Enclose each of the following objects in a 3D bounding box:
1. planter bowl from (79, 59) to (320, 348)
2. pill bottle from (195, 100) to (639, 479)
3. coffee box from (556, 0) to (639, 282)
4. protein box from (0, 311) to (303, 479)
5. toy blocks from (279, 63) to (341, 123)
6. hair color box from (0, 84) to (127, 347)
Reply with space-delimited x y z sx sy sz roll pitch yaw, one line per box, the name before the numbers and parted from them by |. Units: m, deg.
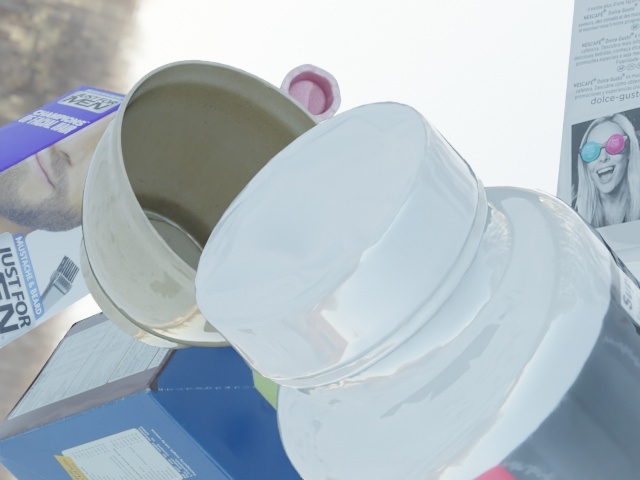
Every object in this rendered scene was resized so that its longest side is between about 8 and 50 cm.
planter bowl | -0.069 -0.006 0.997 0.109 0.162 0.162 -41 -147 41
pill bottle | 0.092 0.086 0.835 0.176 0.318 0.176 -33 -151 21
coffee box | 0.474 -0.097 1.782 0.338 0.338 0.334 -7 -110 41
protein box | -0.091 0.149 1.289 0.201 0.200 0.136 -21 -153 45
toy blocks | 0.000 0.000 1.765 0.309 0.288 0.260 -47 179 -25
hair color box | -0.325 -0.014 1.898 0.110 0.339 0.185 14 -53 41
